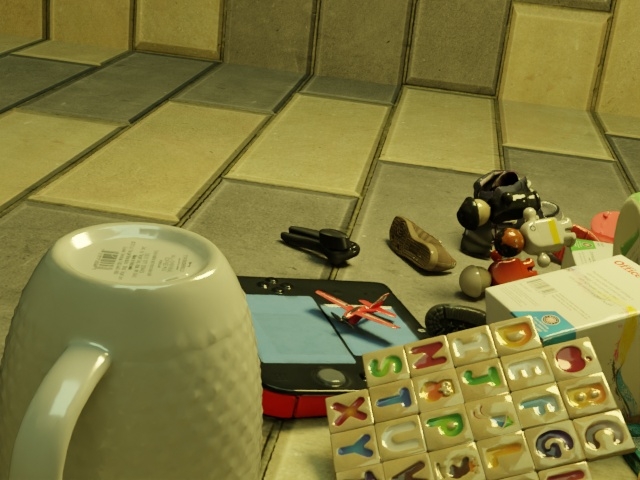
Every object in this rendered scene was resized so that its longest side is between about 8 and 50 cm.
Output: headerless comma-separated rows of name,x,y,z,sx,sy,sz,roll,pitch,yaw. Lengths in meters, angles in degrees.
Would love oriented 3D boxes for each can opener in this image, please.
can opener,0.000,0.000,1.861,0.059,0.073,0.186,-23,25,-38

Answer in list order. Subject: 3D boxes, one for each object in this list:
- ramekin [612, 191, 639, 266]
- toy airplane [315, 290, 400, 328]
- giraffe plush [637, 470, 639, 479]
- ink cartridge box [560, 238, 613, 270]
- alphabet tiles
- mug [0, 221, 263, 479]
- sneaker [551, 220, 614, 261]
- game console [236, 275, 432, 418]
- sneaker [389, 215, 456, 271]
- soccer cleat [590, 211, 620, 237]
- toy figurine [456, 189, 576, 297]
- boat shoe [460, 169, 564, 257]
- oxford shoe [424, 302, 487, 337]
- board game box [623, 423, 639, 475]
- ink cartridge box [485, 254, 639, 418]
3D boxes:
ramekin,0.570,0.057,1.552,0.148,0.303,0.303,0,21,4
toy airplane,0.066,0.109,1.508,0.151,0.028,0.151,12,19,-4
giraffe plush,0.455,0.265,1.088,0.170,0.210,0.181,15,59,23
ink cartridge box,0.559,0.071,1.788,0.208,0.087,0.153,9,22,4
alphabet tiles,0.180,0.219,1.162,0.342,0.011,0.285,-14,42,4
mug,-0.202,0.178,0.954,0.276,0.328,0.374,9,21,8
sneaker,0.564,0.019,1.964,0.221,0.087,0.128,29,19,20
game console,0.013,0.147,1.477,0.341,0.060,0.386,-1,23,-18
sneaker,0.197,0.013,1.897,0.071,0.066,0.188,15,21,-28
soccer cleat,0.692,0.001,2.049,0.248,0.083,0.095,18,-6,40
toy figurine,0.329,0.031,1.664,0.148,0.213,0.209,-9,26,-12
boat shoe,0.423,-0.075,2.030,0.127,0.158,0.340,21,25,33
oxford shoe,0.261,0.151,1.505,0.227,0.083,0.096,20,6,-11
board game box,0.498,0.287,1.293,0.186,0.026,0.126,2,21,-10
ink cartridge box,0.376,0.146,1.366,0.232,0.168,0.171,-13,24,-13
